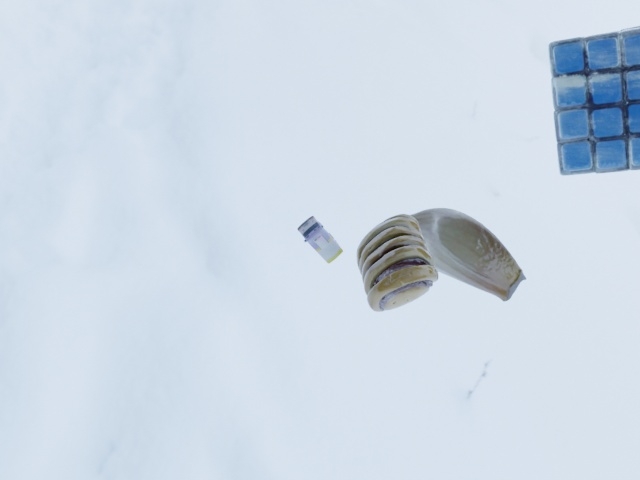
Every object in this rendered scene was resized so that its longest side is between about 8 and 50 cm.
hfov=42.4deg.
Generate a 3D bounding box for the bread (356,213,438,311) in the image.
[{"bbox_3d":[0.124,0.033,1.429,0.081,0.134,0.225,48,13,-26],"label":"bread"}]

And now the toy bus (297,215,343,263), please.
[{"bbox_3d":[0.000,0.000,1.769,0.102,0.052,0.058,47,3,-43],"label":"toy bus"}]

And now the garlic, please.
[{"bbox_3d":[0.324,0.024,1.892,0.318,0.112,0.143,29,67,5],"label":"garlic"}]

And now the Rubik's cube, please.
[{"bbox_3d":[0.581,-0.273,1.569,0.253,0.259,0.256,-32,115,-63],"label":"Rubik's cube"}]
